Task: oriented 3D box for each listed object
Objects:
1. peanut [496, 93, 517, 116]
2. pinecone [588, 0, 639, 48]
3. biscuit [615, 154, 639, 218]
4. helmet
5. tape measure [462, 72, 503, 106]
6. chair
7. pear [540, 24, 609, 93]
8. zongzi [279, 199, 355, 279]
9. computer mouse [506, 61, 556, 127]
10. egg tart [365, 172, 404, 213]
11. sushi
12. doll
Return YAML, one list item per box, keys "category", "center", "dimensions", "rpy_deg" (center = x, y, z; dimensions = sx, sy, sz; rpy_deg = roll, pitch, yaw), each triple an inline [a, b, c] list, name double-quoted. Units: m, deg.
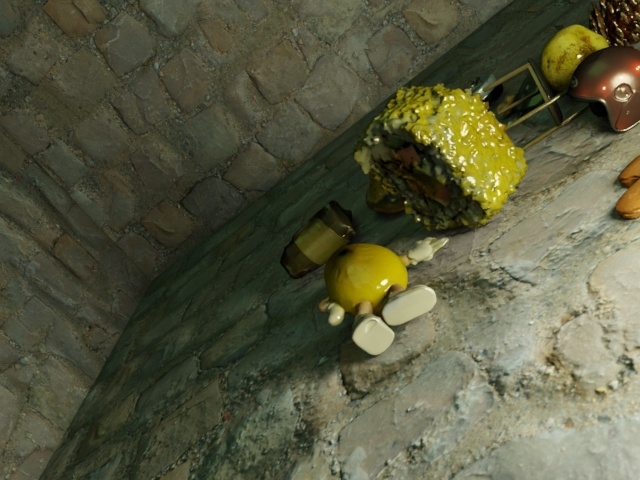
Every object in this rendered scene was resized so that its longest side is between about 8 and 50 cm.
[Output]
- category: "peanut"
  center: [0.634, -0.456, 2.173]
  dimensions: [0.113, 0.054, 0.054]
  rpy_deg: [-42, 16, -20]
- category: "pinecone"
  center: [0.896, -0.649, 1.901]
  dimensions: [0.204, 0.179, 0.184]
  rpy_deg: [-9, 49, 42]
- category: "biscuit"
  center: [0.659, -0.127, 1.298]
  dimensions: [0.186, 0.036, 0.192]
  rpy_deg: [-37, 16, 15]
- category: "helmet"
  center: [0.718, -0.373, 1.577]
  dimensions: [0.216, 0.193, 0.189]
  rpy_deg: [6, 26, 3]
- category: "tape measure"
  center: [0.586, -0.540, 2.406]
  dimensions: [0.181, 0.107, 0.182]
  rpy_deg: [-41, 13, 19]
- category: "chair"
  center: [0.618, -0.397, 1.783]
  dimensions: [0.272, 0.188, 0.166]
  rpy_deg: [-27, 62, 21]
- category: "pear"
  center: [0.735, -0.516, 1.885]
  dimensions: [0.197, 0.197, 0.197]
  rpy_deg: [-36, 17, 13]
- category: "zongzi"
  center: [0.000, 0.000, 2.283]
  dimensions: [0.289, 0.154, 0.317]
  rpy_deg: [-41, -4, 10]
- category: "computer mouse"
  center: [0.705, -0.501, 2.083]
  dimensions: [0.379, 0.090, 0.167]
  rpy_deg: [-46, 16, -15]
- category: "egg tart"
  center: [0.309, -0.281, 2.202]
  dimensions: [0.443, 0.178, 0.443]
  rpy_deg: [-38, 17, 14]
- category: "sushi"
  center: [0.298, -0.212, 1.689]
  dimensions: [0.240, 0.396, 0.351]
  rpy_deg: [-52, 16, -25]
- category: "doll"
  center: [0.145, 0.108, 1.622]
  dimensions: [0.348, 0.161, 0.423]
  rpy_deg: [-16, 27, 27]
